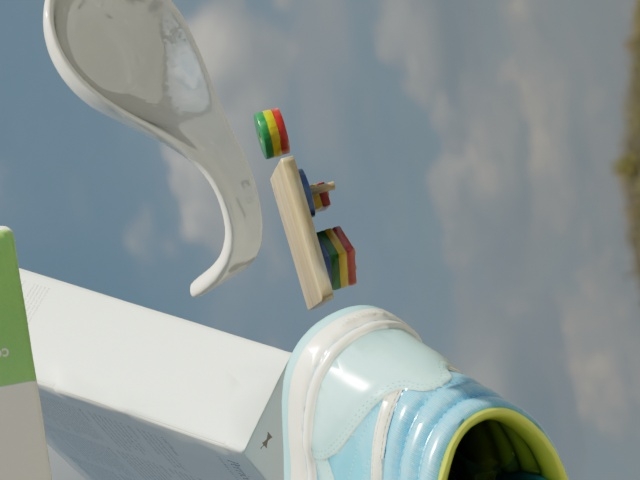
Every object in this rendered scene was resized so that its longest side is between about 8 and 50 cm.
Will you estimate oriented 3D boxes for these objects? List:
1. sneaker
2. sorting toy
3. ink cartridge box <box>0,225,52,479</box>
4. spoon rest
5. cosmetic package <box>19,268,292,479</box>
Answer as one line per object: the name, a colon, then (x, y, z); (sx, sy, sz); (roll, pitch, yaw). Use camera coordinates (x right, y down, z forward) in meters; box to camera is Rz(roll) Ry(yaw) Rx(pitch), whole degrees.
sneaker: (0.071, 0.218, 1.097); (0.208, 0.127, 0.319); (27, 130, 51)
sorting toy: (0.000, 0.000, 1.579); (0.132, 0.046, 0.275); (131, 123, -81)
ink cartridge box: (-0.188, 0.180, 0.815); (0.207, 0.119, 0.353); (169, 92, -72)
spoon rest: (-0.122, -0.096, 1.343); (0.137, 0.084, 0.276); (-32, -84, -46)
cosmetic package: (-0.102, 0.177, 1.459); (0.097, 0.284, 0.377); (-62, -29, -20)
